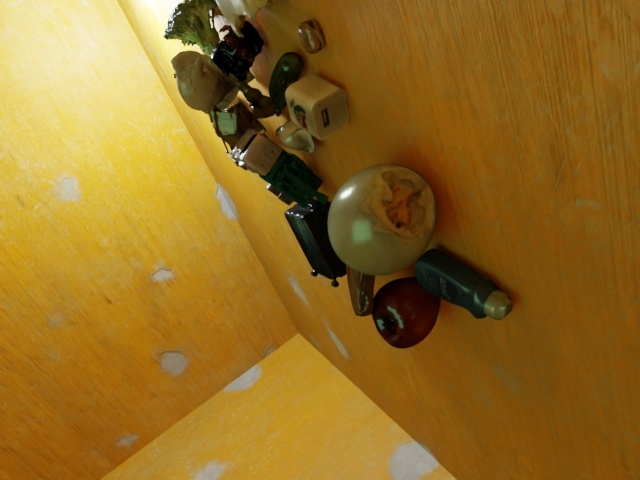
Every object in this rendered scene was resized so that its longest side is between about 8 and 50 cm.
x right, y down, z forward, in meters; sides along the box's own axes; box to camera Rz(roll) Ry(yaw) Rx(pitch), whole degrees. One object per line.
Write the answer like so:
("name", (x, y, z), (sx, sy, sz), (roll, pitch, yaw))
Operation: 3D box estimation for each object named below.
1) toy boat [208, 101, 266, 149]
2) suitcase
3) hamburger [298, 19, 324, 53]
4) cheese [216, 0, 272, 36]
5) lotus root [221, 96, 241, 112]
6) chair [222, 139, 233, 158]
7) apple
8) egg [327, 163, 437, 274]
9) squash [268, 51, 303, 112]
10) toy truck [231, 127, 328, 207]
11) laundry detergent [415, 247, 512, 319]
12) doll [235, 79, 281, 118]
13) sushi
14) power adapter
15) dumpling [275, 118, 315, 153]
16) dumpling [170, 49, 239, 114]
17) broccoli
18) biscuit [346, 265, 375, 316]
("toy boat", (-0.287, -0.414, 1.836), (0.135, 0.162, 0.445), (4, 170, 15))
("suitcase", (0.000, 0.000, 1.971), (0.229, 0.152, 0.335), (17, 138, 62))
("hamburger", (-0.027, -0.541, 1.259), (0.076, 0.044, 0.083), (27, 149, 59))
("cheese", (-0.218, -0.712, 1.324), (0.266, 0.127, 0.233), (24, 144, 62))
("lotus root", (-0.420, -0.586, 2.081), (0.146, 0.131, 0.303), (39, 175, -33))
("chair", (-0.342, -0.428, 2.152), (0.260, 0.141, 0.155), (44, 160, 41))
("apple", (0.277, 0.223, 1.525), (0.234, 0.234, 0.234), (48, 161, 23))
("egg", (0.154, -0.046, 1.264), (0.278, 0.278, 0.336), (54, 160, 5))
("squash", (-0.120, -0.500, 1.520), (0.087, 0.087, 0.331), (55, 164, 2))
("toy truck", (-0.137, -0.253, 1.720), (0.363, 0.177, 0.178), (34, 178, -28))
("laundry detergent", (0.386, 0.132, 1.278), (0.290, 0.094, 0.143), (34, 149, 50))
("doll", (-0.236, -0.498, 1.705), (0.137, 0.097, 0.209), (29, -179, 31))
("sushi", (-0.268, -0.636, 1.555), (0.153, 0.150, 0.172), (48, -157, -8))
("power adapter", (-0.030, -0.402, 1.377), (0.205, 0.125, 0.130), (41, 159, 38))
("dumpling", (-0.076, -0.356, 1.639), (0.188, 0.108, 0.127), (14, 162, 46))
("dumpling", (-0.392, -0.550, 1.664), (0.243, 0.226, 0.175), (-47, -51, -79))
("broccoli", (-0.397, -0.711, 1.717), (0.361, 0.221, 0.252), (42, 167, 8))
("biscuit", (0.130, 0.058, 1.580), (0.359, 0.074, 0.381), (-99, 6, -49))
